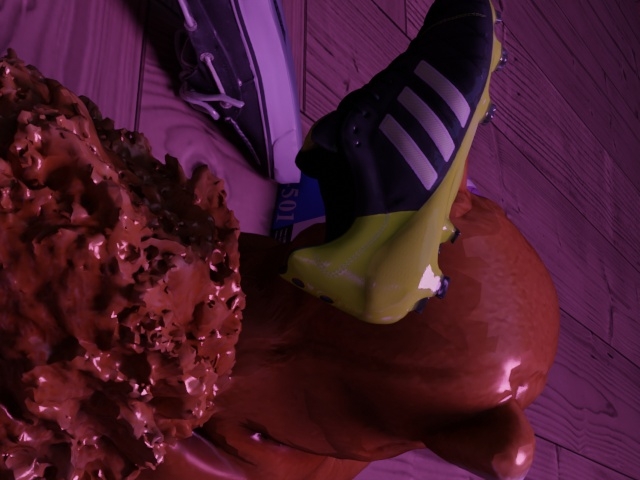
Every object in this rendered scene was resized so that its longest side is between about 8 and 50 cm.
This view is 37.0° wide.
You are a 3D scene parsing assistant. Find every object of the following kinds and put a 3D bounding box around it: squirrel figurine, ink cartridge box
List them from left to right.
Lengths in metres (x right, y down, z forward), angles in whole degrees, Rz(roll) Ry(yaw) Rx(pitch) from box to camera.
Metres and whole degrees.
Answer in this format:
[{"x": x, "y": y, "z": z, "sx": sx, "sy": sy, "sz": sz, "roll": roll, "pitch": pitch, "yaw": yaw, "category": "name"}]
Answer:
[{"x": -0.073, "y": 0.068, "z": 0.521, "sx": 0.397, "sy": 0.371, "sz": 0.280, "roll": 21, "pitch": 61, "yaw": -54, "category": "squirrel figurine"}, {"x": 0.000, "y": 0.000, "z": 0.938, "sx": 0.046, "sy": 0.097, "sz": 0.207, "roll": 44, "pitch": 44, "yaw": -41, "category": "ink cartridge box"}]

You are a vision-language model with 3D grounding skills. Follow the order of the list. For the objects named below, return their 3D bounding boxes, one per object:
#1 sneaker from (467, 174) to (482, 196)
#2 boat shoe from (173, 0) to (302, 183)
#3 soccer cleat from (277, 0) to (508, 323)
[{"x": 0.092, "y": -0.070, "z": 1.146, "sx": 0.282, "sy": 0.102, "sz": 0.161, "roll": 12, "pitch": 48, "yaw": -51, "category": "sneaker"}, {"x": -0.081, "y": -0.164, "z": 0.863, "sx": 0.306, "sy": 0.105, "sz": 0.113, "roll": 76, "pitch": 8, "yaw": -54, "category": "boat shoe"}, {"x": 0.033, "y": -0.050, "z": 0.417, "sx": 0.072, "sy": 0.060, "sz": 0.178, "roll": 21, "pitch": 64, "yaw": -7, "category": "soccer cleat"}]
